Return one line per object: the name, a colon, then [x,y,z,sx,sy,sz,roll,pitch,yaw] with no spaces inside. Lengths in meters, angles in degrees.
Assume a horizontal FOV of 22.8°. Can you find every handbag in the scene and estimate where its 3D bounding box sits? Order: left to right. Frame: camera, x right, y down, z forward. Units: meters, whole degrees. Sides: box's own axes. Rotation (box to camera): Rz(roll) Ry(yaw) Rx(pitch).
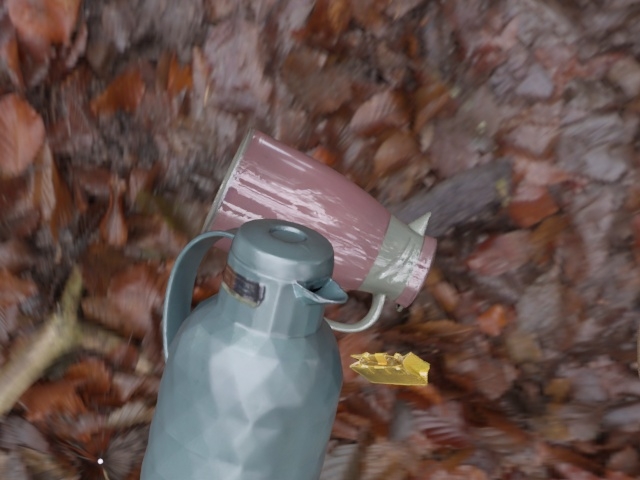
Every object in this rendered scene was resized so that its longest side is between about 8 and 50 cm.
handbag: [0.082,0.151,1.875,0.083,0.061,0.027,-1,70,30]

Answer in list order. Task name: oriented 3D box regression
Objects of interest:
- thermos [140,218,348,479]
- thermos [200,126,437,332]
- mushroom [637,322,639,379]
thermos: [-0.065,0.116,1.263,0.145,0.182,0.287,-7,119,-42]
thermos: [0.000,0.000,1.857,0.265,0.146,0.176,26,90,-6]
mushroom: [0.555,0.122,1.878,0.362,0.295,0.362,2,113,4]
